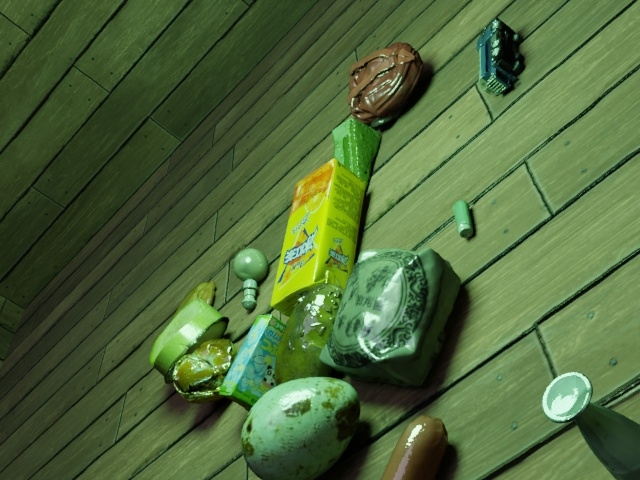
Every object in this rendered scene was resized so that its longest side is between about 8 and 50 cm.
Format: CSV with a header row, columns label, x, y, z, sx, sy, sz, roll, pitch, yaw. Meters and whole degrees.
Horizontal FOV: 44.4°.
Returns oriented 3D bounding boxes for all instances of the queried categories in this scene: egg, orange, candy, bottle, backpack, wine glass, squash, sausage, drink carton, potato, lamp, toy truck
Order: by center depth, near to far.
label,x,y,z,sx,sy,sz,roll,pitch,yaw
wine glass,0.325,0.215,0.900,0.073,0.155,0.073,-41,24,22
sausage,0.130,0.349,1.156,0.077,0.077,0.194,-6,51,57
egg,-0.032,0.323,1.354,0.231,0.169,0.169,-36,29,14
bottle,0.268,-0.039,1.472,0.030,0.030,0.083,-38,30,28
potato,-0.020,0.201,1.539,0.149,0.113,0.251,20,80,59
candy,-0.127,0.263,1.675,0.062,0.097,0.195,-10,49,57
toy truck,0.383,-0.392,1.696,0.088,0.074,0.202,-43,26,40
drink carton,0.000,0.000,1.756,0.154,0.111,0.352,-31,37,41
orange,-0.251,0.310,1.810,0.169,0.112,0.160,-1,43,10
squash,-0.335,0.239,1.930,0.220,0.133,0.220,-47,-4,-5
backpack,0.168,-0.404,1.986,0.229,0.138,0.229,-42,26,26
lamp,-0.180,0.102,2.005,0.091,0.091,0.163,-29,48,40

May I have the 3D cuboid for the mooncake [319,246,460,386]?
label,x,y,z,sx,sy,sz,roll,pitch,yaw
mooncake,0.119,0.125,1.392,0.254,0.136,0.250,-6,55,58

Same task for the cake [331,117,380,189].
label,x,y,z,sx,sy,sz,roll,pitch,yaw
cake,0.067,-0.191,1.935,0.100,0.099,0.235,-28,35,45

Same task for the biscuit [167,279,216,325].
label,x,y,z,sx,sy,sz,roll,pitch,yaw
biscuit,-0.385,0.221,2.235,0.260,0.041,0.203,-51,25,-1
